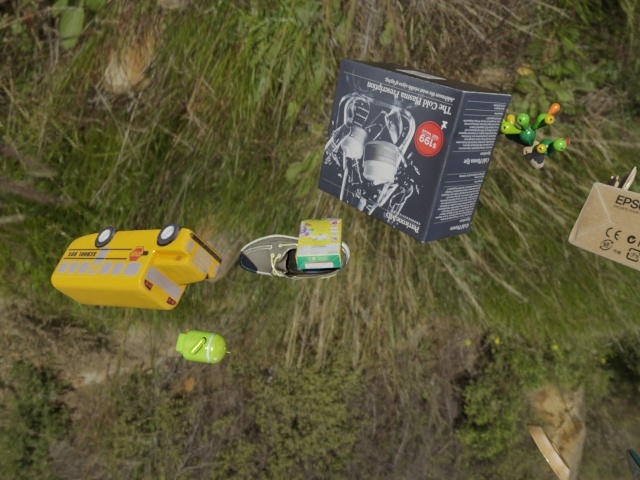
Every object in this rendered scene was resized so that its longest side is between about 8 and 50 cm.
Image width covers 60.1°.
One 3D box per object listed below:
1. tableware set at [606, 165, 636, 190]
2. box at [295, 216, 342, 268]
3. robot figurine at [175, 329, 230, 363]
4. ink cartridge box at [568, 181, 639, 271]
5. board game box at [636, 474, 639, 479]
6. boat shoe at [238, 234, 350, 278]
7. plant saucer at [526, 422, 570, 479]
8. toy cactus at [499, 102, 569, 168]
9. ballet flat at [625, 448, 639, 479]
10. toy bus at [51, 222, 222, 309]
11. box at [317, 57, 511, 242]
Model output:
[{"bbox_3d":[0.470,-0.054,0.924,0.141,0.020,0.168,-61,165,9],"label":"tableware set"},{"bbox_3d":[0.000,0.000,1.329,0.105,0.179,0.043,-2,125,6],"label":"box"},{"bbox_3d":[-0.258,0.235,1.222,0.115,0.067,0.101,6,158,11],"label":"robot figurine"},{"bbox_3d":[0.451,0.019,0.650,0.193,0.234,0.088,11,103,-40],"label":"ink cartridge box"},{"bbox_3d":[0.676,0.455,1.016,0.170,0.141,0.048,-51,150,-6],"label":"board game box"},{"bbox_3d":[-0.079,0.048,1.451,0.304,0.091,0.109,-2,109,13],"label":"boat shoe"},{"bbox_3d":[0.300,0.273,0.720,0.015,0.083,0.083,-36,135,13],"label":"plant saucer"},{"bbox_3d":[0.497,-0.246,1.311,0.112,0.219,0.180,-52,135,-10],"label":"toy cactus"},{"bbox_3d":[0.741,0.555,1.245,0.057,0.168,0.052,20,117,-46],"label":"ballet flat"},{"bbox_3d":[-0.350,0.053,1.045,0.332,0.130,0.108,-1,145,33],"label":"toy bus"},{"bbox_3d":[0.190,-0.210,1.229,0.178,0.343,0.313,-11,120,-41],"label":"box"}]
